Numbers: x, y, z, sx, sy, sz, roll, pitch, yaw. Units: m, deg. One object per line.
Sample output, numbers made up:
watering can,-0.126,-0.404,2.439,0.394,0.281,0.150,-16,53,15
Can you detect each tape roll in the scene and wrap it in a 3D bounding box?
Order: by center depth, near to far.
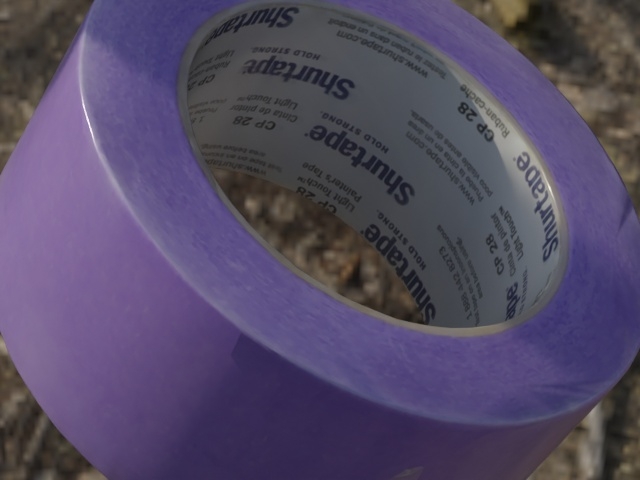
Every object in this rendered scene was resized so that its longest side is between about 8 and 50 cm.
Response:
tape roll,0.000,0.000,0.579,0.189,0.080,0.189,20,41,-18
